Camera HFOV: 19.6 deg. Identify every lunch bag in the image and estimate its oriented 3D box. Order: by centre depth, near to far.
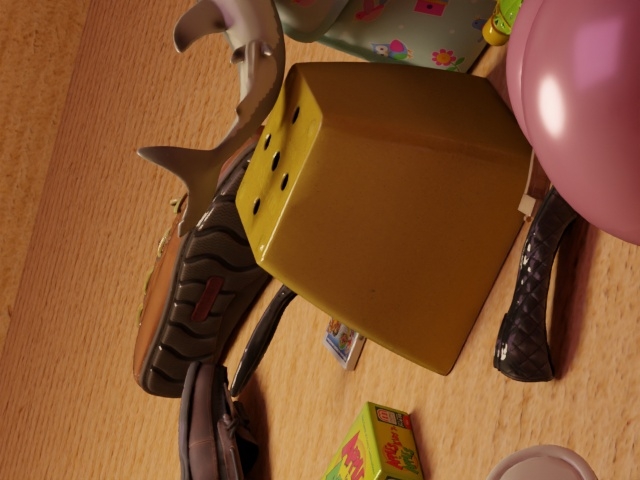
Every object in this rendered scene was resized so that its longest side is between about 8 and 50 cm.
[{"bbox_3d":[0.054,-0.282,1.667,0.223,0.262,0.160,-54,26,41],"label":"lunch bag"}]

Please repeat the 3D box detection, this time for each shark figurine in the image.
[{"bbox_3d":[-0.066,-0.146,1.626,0.116,0.166,0.278,70,-165,-62],"label":"shark figurine"}]

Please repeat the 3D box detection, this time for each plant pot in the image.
[{"bbox_3d":[0.045,-0.043,1.600,0.212,0.187,0.212,-65,20,19],"label":"plant pot"}]

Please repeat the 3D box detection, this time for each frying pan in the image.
[{"bbox_3d":[0.000,-0.015,1.756,0.197,0.053,0.326,85,-151,-63],"label":"frying pan"}]

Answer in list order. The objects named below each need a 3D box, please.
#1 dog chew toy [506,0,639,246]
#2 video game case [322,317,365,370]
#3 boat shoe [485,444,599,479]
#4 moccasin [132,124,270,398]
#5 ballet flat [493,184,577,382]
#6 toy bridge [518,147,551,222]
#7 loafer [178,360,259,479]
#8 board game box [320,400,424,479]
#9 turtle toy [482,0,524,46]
[{"bbox_3d":[0.212,-0.110,1.194,0.332,0.206,0.207,-125,54,-76],"label":"dog chew toy"},{"bbox_3d":[0.037,0.058,1.805,0.122,0.011,0.087,-69,20,9],"label":"video game case"},{"bbox_3d":[0.169,0.285,1.160,0.099,0.116,0.319,61,-163,-51],"label":"boat shoe"},{"bbox_3d":[-0.123,0.013,2.130,0.147,0.139,0.380,-106,27,-44],"label":"moccasin"},{"bbox_3d":[0.176,0.027,1.417,0.057,0.049,0.173,57,-131,-71],"label":"ballet flat"},{"bbox_3d":[0.197,-0.103,1.476,0.063,0.026,0.188,-136,65,-72],"label":"toy bridge"},{"bbox_3d":[-0.101,0.247,1.948,0.303,0.095,0.109,-89,-6,-50],"label":"loafer"},{"bbox_3d":[0.026,0.241,1.625,0.092,0.043,0.181,-101,33,-55],"label":"board game box"},{"bbox_3d":[0.183,-0.194,1.532,0.095,0.066,0.130,131,149,-54],"label":"turtle toy"}]
